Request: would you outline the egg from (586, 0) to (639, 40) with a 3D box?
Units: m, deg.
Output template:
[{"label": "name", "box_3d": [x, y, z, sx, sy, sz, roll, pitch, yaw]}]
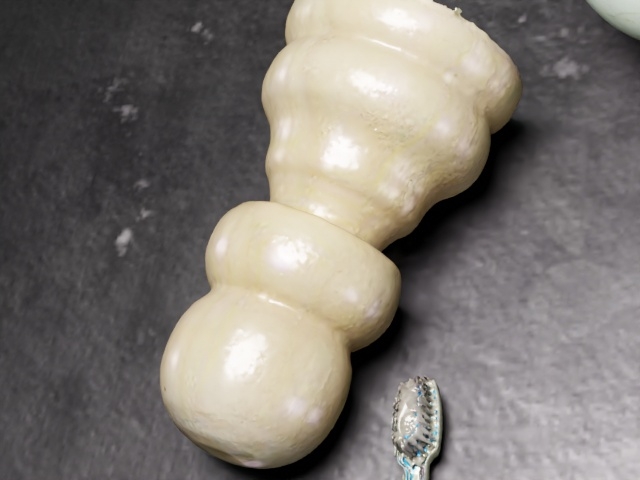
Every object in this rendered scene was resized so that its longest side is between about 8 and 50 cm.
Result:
[{"label": "egg", "box_3d": [0.204, -0.229, 1.043, 0.183, 0.183, 0.264, 0, 68, 25]}]

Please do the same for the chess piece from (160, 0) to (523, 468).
[{"label": "chess piece", "box_3d": [0.000, 0.000, 1.039, 0.142, 0.143, 0.261, 16, 75, 32]}]

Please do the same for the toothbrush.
[{"label": "toothbrush", "box_3d": [0.040, 0.202, 0.949, 0.026, 0.028, 0.294, -7, 63, 23]}]
